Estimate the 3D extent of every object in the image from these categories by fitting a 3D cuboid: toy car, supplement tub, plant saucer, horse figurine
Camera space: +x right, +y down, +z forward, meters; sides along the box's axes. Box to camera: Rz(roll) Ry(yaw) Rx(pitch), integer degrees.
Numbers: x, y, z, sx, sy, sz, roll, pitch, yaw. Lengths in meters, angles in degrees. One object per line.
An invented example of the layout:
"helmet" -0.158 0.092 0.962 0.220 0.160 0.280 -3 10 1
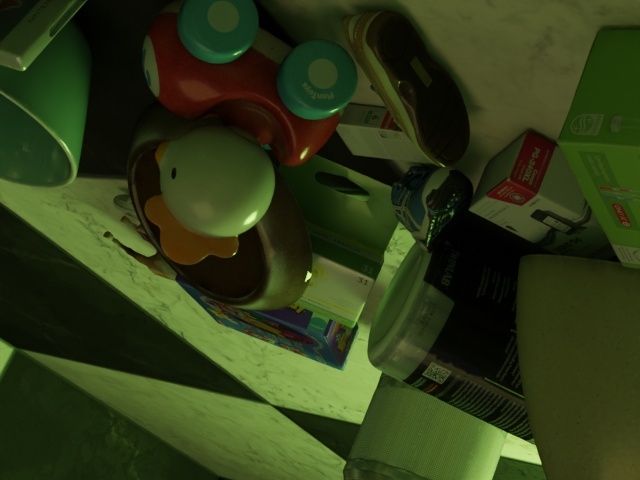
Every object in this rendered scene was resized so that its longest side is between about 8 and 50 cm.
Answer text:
"toy car" -0.109 -0.096 1.141 0.210 0.238 0.219 29 167 -13
"supplement tub" 0.233 0.134 1.438 0.316 0.193 0.193 27 159 -6
"plant saucer" -0.143 -0.030 1.457 0.311 0.050 0.310 28 139 27
"horse figurine" -0.239 0.020 1.852 0.174 0.066 0.263 38 158 -20

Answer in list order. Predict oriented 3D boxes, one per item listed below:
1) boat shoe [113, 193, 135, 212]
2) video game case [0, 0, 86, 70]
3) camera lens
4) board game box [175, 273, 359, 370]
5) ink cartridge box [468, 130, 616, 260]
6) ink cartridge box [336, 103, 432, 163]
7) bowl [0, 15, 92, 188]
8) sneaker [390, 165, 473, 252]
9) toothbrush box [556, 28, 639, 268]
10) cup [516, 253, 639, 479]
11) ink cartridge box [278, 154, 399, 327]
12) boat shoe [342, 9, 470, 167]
"boat shoe" -0.273 -0.060 1.746 0.100 0.035 0.035 17 131 28
"video game case" -0.325 -0.252 1.116 0.201 0.183 0.023 18 141 14
"camera lens" 0.174 0.307 1.807 0.219 0.274 0.219 20 159 8
"board game box" -0.070 0.102 1.773 0.233 0.078 0.347 20 168 9
"ink cartridge box" 0.246 -0.038 1.188 0.151 0.063 0.109 26 160 -6
"ink cartridge box" 0.076 -0.114 1.236 0.115 0.029 0.063 9 155 31
"bowl" -0.384 -0.207 1.314 0.312 0.163 0.311 21 159 9
"sneaker" 0.113 -0.042 1.273 0.081 0.080 0.211 44 170 8
"toothbrush box" 0.364 -0.060 0.925 0.283 0.122 0.206 9 154 37
"cup" 0.346 0.166 1.206 0.331 0.236 0.331 14 175 1
"ink cartridge box" 0.000 0.000 1.462 0.171 0.056 0.235 23 143 2
"boat shoe" 0.081 -0.149 1.111 0.072 0.068 0.190 21 152 46
